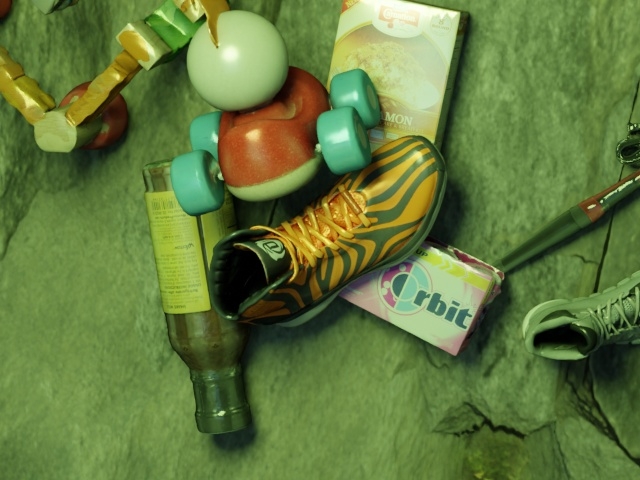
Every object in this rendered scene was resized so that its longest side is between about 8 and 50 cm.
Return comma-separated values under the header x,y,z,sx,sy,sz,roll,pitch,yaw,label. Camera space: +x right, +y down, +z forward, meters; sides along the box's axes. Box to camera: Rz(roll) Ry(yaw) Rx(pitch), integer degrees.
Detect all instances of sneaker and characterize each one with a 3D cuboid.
x,y,z,sx,sy,sz,roll,pitch,yaw,label
0.344,0.098,1.897,0.228,0.132,0.086,-19,94,15,sneaker
0.000,0.000,1.871,0.321,0.180,0.125,-45,69,23,sneaker

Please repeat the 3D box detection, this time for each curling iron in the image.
x,y,z,sx,sy,sz,roll,pitch,yaw,label
0.312,-0.045,1.935,0.274,0.035,0.068,-42,67,20,curling iron

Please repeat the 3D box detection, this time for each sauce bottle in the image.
x,y,z,sx,sy,sz,roll,pitch,yaw,label
-0.146,0.066,2.011,0.111,0.111,0.344,-5,97,13,sauce bottle

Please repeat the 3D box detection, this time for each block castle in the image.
x,y,z,sx,sy,sz,roll,pitch,yaw,label
-0.235,-0.346,1.919,0.453,0.213,0.303,-43,92,17,block castle

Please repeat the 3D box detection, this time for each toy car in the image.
x,y,z,sx,sy,sz,roll,pitch,yaw,label
-0.077,-0.182,1.816,0.219,0.210,0.238,-15,115,16,toy car

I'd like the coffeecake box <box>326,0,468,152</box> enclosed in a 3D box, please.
x,y,z,sx,sy,sz,roll,pitch,yaw,label
0.086,-0.197,1.940,0.142,0.068,0.186,13,101,12,coffeecake box

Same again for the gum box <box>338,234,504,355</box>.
x,y,z,sx,sy,sz,roll,pitch,yaw,label
0.119,0.052,1.965,0.188,0.062,0.107,27,103,14,gum box
